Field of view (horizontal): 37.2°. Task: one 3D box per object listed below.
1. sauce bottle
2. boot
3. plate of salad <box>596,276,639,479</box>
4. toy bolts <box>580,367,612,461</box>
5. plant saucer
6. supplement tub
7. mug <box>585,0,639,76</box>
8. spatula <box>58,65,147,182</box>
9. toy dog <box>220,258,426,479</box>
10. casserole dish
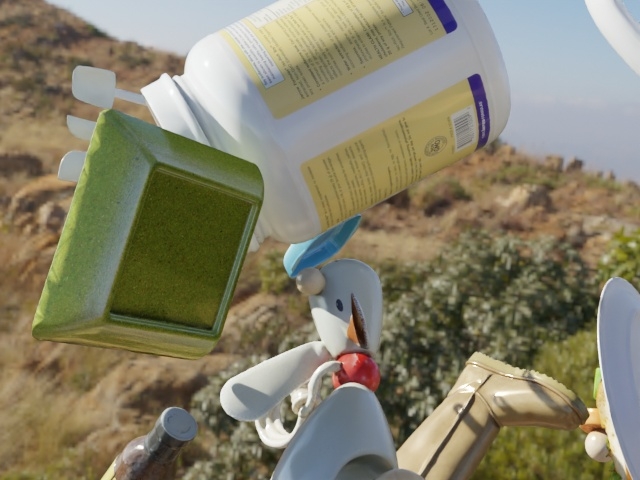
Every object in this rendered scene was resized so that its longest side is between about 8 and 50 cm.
[{"bbox_3d":[-0.325,0.427,1.706,0.111,0.344,0.111,25,36,-20],"label":"sauce bottle"},{"bbox_3d":[0.230,0.308,1.387,0.236,0.269,0.089,14,-32,54],"label":"boot"},{"bbox_3d":[0.256,0.129,0.773,0.048,0.199,0.200,-19,-6,32],"label":"plate of salad"},{"bbox_3d":[0.553,0.298,1.646,0.218,0.158,0.228,6,-26,22],"label":"toy bolts"},{"bbox_3d":[-0.123,0.008,0.787,0.045,0.188,0.188,17,0,39],"label":"plant saucer"},{"bbox_3d":[0.004,-0.143,1.012,0.331,0.241,0.241,-28,14,-7],"label":"supplement tub"},{"bbox_3d":[0.390,-0.176,0.777,0.374,0.328,0.276,40,-10,11],"label":"mug"},{"bbox_3d":[-0.295,-0.162,1.437,0.019,0.168,0.242,5,0,31],"label":"spatula"},{"bbox_3d":[-0.011,0.149,0.811,0.161,0.220,0.333,30,20,-32],"label":"toy dog"},{"bbox_3d":[0.000,0.000,1.651,0.037,0.114,0.188,43,37,15],"label":"casserole dish"}]
